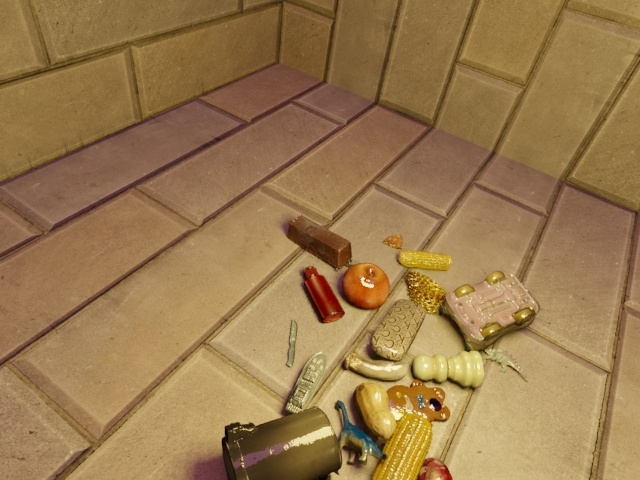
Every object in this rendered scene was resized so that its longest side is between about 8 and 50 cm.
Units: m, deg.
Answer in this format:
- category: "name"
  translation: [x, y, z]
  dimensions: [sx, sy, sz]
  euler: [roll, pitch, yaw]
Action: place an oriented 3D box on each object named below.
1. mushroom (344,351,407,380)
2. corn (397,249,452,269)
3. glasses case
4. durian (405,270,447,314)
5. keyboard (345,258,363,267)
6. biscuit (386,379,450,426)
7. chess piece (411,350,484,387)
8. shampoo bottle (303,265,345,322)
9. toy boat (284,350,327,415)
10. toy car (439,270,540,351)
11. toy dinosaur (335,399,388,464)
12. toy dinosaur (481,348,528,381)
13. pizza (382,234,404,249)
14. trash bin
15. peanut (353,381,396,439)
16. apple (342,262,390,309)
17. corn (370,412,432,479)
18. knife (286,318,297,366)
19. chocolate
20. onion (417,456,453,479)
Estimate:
- category: "mushroom"
  translation: [0.197, 0.456, 1.623]
  dimensions: [0.224, 0.081, 0.092]
  euler: [6, 62, -2]
- category: "corn"
  translation: [0.479, 0.092, 2.056]
  dimensions: [0.249, 0.081, 0.081]
  euler: [7, 43, -5]
- category: "glasses case"
  translation: [0.305, 0.335, 1.731]
  dimensions: [0.137, 0.085, 0.355]
  euler: [20, 30, 21]
- category: "durian"
  translation: [0.461, 0.228, 1.918]
  dimensions: [0.252, 0.144, 0.139]
  euler: [27, 8, 25]
- category: "keyboard"
  translation: [0.127, 0.099, 2.028]
  dimensions: [0.176, 0.014, 0.055]
  euler: [22, 41, 11]
- category: "biscuit"
  translation: [0.332, 0.570, 1.561]
  dimensions: [0.237, 0.039, 0.179]
  euler: [0, 45, -9]
- category: "chess piece"
  translation: [0.456, 0.468, 1.640]
  dimensions: [0.244, 0.133, 0.133]
  euler: [1, 44, 0]
- category: "shampoo bottle"
  translation: [0.002, 0.216, 1.844]
  dimensions: [0.102, 0.064, 0.260]
  euler: [-14, 48, -19]
- category: "toy boat"
  translation: [-0.040, 0.483, 1.539]
  dimensions: [0.078, 0.085, 0.260]
  euler: [22, 44, 12]
- category: "toy car"
  translation: [0.671, 0.294, 1.812]
  dimensions: [0.336, 0.226, 0.242]
  euler: [-21, 56, -15]
- category: "toy dinosaur"
  translation: [0.125, 0.599, 1.410]
  dimensions: [0.075, 0.248, 0.188]
  euler: [35, 53, -33]
- category: "toy dinosaur"
  translation: [0.716, 0.468, 1.739]
  dimensions: [0.209, 0.039, 0.082]
  euler: [37, 48, 25]
- category: "pizza"
  translation: [0.348, 0.009, 2.160]
  dimensions: [0.099, 0.029, 0.100]
  euler: [0, 41, 0]
- category: "trash bin"
  translation: [-0.113, 0.617, 1.297]
  dimensions: [0.302, 0.203, 0.251]
  euler: [-11, 87, -23]
- category: "peanut"
  translation: [0.178, 0.546, 1.456]
  dimensions: [0.120, 0.110, 0.236]
  euler: [-37, 21, 0]
- category: "apple"
  translation: [0.188, 0.180, 1.846]
  dimensions: [0.201, 0.162, 0.201]
  euler: [5, 42, -4]
- category: "corn"
  translation: [0.234, 0.685, 1.349]
  dimensions: [0.131, 0.131, 0.344]
  euler: [27, 46, 16]
- category: "knife"
  translation: [-0.105, 0.381, 1.684]
  dimensions: [0.028, 0.015, 0.210]
  euler: [4, 43, 1]
- category: "chocolate"
  translation: [0.000, 0.000, 2.020]
  dimensions: [0.321, 0.111, 0.112]
  euler: [31, 49, 26]
- category: "onion"
  translation: [0.351, 0.747, 1.333]
  dimensions: [0.151, 0.098, 0.205]
  euler: [7, 43, -1]
